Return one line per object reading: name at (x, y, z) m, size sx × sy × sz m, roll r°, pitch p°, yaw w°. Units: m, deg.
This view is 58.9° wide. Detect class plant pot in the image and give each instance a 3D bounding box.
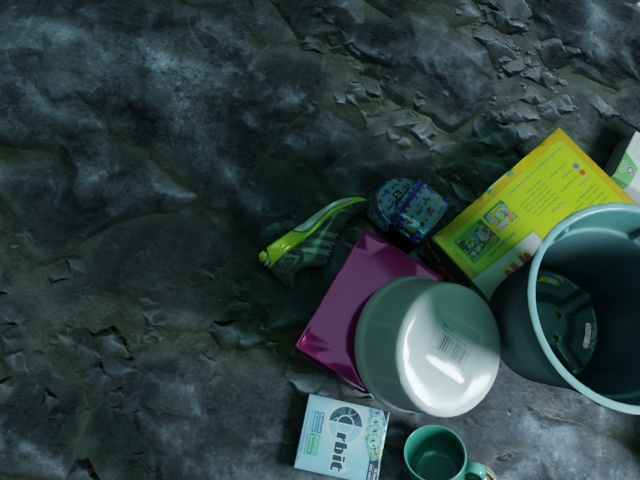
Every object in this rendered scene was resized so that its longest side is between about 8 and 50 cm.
plant pot at (0.491, 0.143, 1.066) m, size 0.340 × 0.334 × 0.341 m, roll 1°, pitch 75°, yaw -3°

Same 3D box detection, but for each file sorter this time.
file sorter at (0.095, 0.168, 1.254) m, size 0.202 × 0.182 × 0.291 m, roll 31°, pitch 73°, yaw 1°

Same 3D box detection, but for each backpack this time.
backpack at (0.204, -0.081, 1.381) m, size 0.173 × 0.117 × 0.158 m, roll 42°, pitch 72°, yaw 9°

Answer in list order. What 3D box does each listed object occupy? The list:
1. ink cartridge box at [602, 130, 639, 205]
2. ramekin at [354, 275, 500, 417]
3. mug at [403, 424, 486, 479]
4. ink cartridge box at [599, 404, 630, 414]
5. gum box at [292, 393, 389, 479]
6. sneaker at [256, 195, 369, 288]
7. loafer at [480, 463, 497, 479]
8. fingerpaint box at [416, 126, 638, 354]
ink cartridge box at (0.873, -0.158, 1.499) m, size 0.219 × 0.092 × 0.160 m, roll 34°, pitch 72°, yaw 4°
ramekin at (0.217, 0.206, 1.103) m, size 0.277 × 0.135 × 0.277 m, roll 2°, pitch 86°, yaw -25°
mug at (0.254, 0.483, 1.201) m, size 0.129 × 0.097 × 0.157 m, roll -31°, pitch 45°, yaw -18°
ink cartridge box at (0.695, 0.384, 1.333) m, size 0.083 × 0.048 × 0.028 m, roll 19°, pitch 72°, yaw 0°
gum box at (0.046, 0.434, 1.240) m, size 0.184 × 0.041 × 0.157 m, roll 14°, pitch 72°, yaw -4°
sneaker at (0.000, 0.000, 1.347) m, size 0.300 × 0.111 × 0.121 m, roll -35°, pitch 90°, yaw -10°
loafer at (0.287, 0.590, 1.196) m, size 0.102 × 0.092 × 0.268 m, roll 45°, pitch 73°, yaw 7°
fingerpaint box at (0.525, 0.015, 1.364) m, size 0.444 × 0.163 × 0.371 m, roll -40°, pitch 81°, yaw -14°
